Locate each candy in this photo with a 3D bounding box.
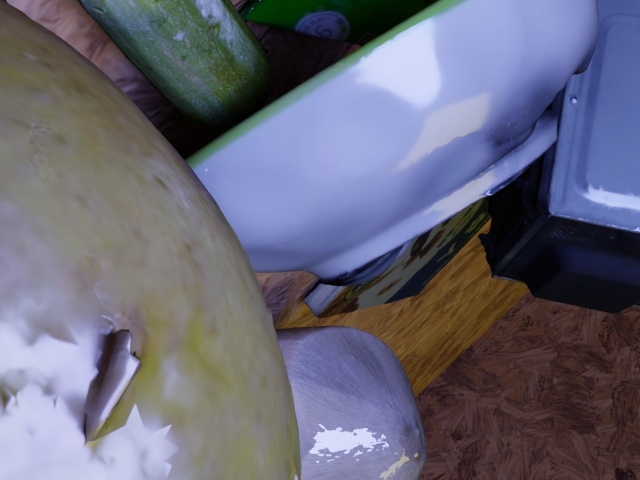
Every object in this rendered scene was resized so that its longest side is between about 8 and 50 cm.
[{"bbox_3d":[0.048,-0.177,0.746,0.203,0.078,0.141,-16,149,-56],"label":"candy"}]

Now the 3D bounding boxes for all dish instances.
[{"bbox_3d":[0.052,-0.059,0.755,0.324,0.124,0.324,-31,-176,3],"label":"dish"}]

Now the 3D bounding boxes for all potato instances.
[{"bbox_3d":[-0.191,0.141,0.480,0.442,0.319,0.385,-54,165,21],"label":"potato"}]

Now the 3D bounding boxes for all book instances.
[{"bbox_3d":[0.153,-0.031,1.520,0.300,0.039,0.428,-50,165,15],"label":"book"}]

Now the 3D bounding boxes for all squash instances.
[{"bbox_3d":[-0.073,-0.109,0.611,0.066,0.066,0.229,-46,164,0],"label":"squash"}]

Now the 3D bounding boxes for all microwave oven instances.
[{"bbox_3d":[0.293,-0.090,1.198,0.355,0.218,0.286,89,13,-80],"label":"microwave oven"}]

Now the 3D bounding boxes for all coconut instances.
[{"bbox_3d":[-0.002,0.206,1.251,0.265,0.237,0.237,2,-157,41],"label":"coconut"}]
